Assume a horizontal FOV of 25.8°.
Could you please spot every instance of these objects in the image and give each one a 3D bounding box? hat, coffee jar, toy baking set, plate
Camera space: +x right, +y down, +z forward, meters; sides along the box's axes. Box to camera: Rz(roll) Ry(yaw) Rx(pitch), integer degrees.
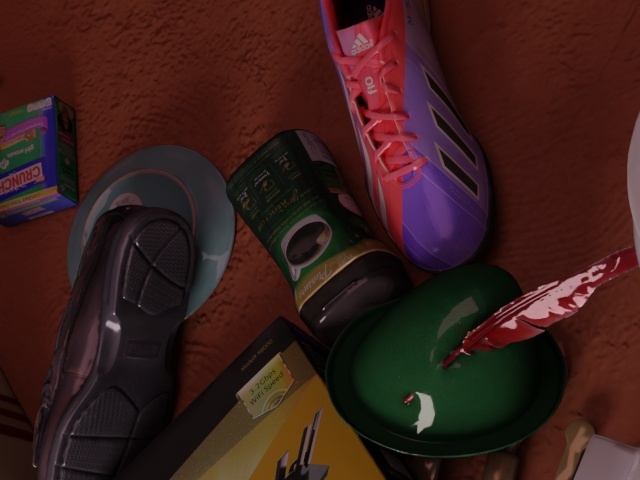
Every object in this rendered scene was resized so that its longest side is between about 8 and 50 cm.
[{"bbox_3d":[0.103,0.034,1.006,0.208,0.183,0.173,-8,43,-4],"label":"hat"},{"bbox_3d":[0.000,0.000,1.183,0.096,0.079,0.184,-41,59,15],"label":"coffee jar"},{"bbox_3d":[0.149,0.189,1.073,0.197,0.030,0.256,-45,62,3],"label":"toy baking set"},{"bbox_3d":[-0.165,-0.004,1.306,0.188,0.024,0.188,-9,71,26],"label":"plate"}]

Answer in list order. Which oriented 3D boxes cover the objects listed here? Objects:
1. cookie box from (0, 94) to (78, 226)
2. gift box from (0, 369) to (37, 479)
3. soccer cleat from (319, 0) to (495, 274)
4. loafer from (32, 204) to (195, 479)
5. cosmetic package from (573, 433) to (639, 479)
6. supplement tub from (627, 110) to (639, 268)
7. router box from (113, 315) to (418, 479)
[{"bbox_3d":[-0.288,-0.078,1.386,0.092,0.040,0.107,-16,68,22],"label":"cookie box"},{"bbox_3d":[-0.427,0.199,1.241,0.255,0.258,0.276,-46,60,7],"label":"gift box"},{"bbox_3d":[0.059,-0.121,1.169,0.109,0.116,0.318,-22,64,20],"label":"soccer cleat"},{"bbox_3d":[-0.190,0.115,1.238,0.095,0.109,0.302,13,87,49],"label":"loafer"},{"bbox_3d":[0.228,0.349,0.852,0.284,0.097,0.377,26,85,-8],"label":"cosmetic package"},{"bbox_3d":[0.331,0.003,0.856,0.241,0.331,0.241,-9,70,26],"label":"supplement tub"},{"bbox_3d":[-0.069,0.248,1.099,0.309,0.081,0.243,-45,42,7],"label":"router box"}]
